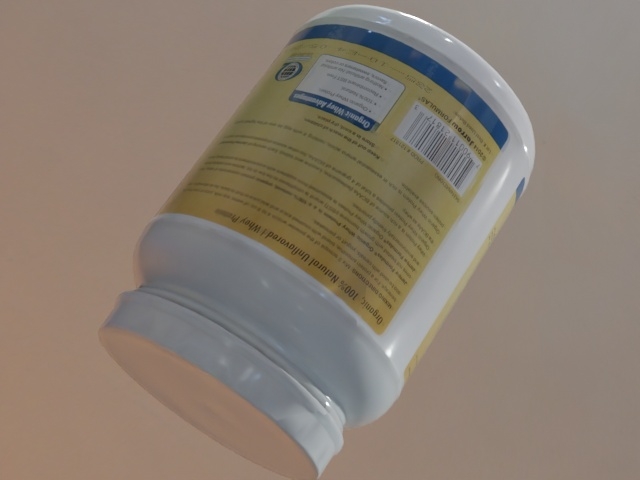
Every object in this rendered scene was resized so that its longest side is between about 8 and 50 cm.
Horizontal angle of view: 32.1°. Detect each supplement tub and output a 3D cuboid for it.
[{"bbox_3d":[0.000,0.000,0.544,0.144,0.144,0.199,32,-112,7],"label":"supplement tub"}]
